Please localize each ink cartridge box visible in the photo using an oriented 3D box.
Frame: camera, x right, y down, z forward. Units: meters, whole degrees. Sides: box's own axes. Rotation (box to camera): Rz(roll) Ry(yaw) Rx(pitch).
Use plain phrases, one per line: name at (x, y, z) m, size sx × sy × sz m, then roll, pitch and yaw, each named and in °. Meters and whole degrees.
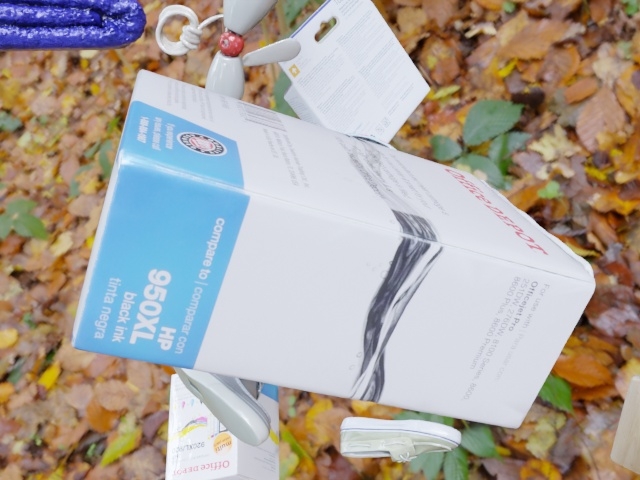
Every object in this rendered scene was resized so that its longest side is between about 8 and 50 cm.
ink cartridge box at (0.000, 0.000, 0.652) m, size 0.285 × 0.394 × 0.166 m, roll -113°, pitch 41°, yaw -63°
ink cartridge box at (0.068, -0.366, 1.557) m, size 0.071 × 0.330 × 0.324 m, roll -10°, pitch 36°, yaw 54°
ink cartridge box at (-0.196, 0.391, 1.412) m, size 0.171 × 0.168 × 0.233 m, roll -17°, pitch 56°, yaw 21°

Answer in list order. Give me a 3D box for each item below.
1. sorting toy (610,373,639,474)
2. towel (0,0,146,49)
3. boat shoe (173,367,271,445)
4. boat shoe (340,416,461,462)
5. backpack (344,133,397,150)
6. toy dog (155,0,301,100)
sorting toy at (0.441, 0.230, 0.844) m, size 0.132 × 0.275 × 0.046 m, roll 21°, pitch 33°, yaw 36°
towel at (-0.326, -0.251, 0.776) m, size 0.227 × 0.076 × 0.308 m, roll -8°, pitch 17°, yaw -20°
boat shoe at (-0.118, 0.176, 0.887) m, size 0.081 × 0.079 × 0.227 m, roll -34°, pitch 34°, yaw -24°
boat shoe at (0.194, 0.499, 1.708) m, size 0.302 × 0.109 × 0.094 m, roll -2°, pitch 59°, yaw 20°
backpack at (0.066, -0.049, 1.211) m, size 0.225 × 0.191 × 0.254 m, roll 25°, pitch 94°, yaw 38°
toy dog at (-0.121, -0.418, 1.239) m, size 0.333 × 0.220 × 0.161 m, roll -45°, pitch -2°, yaw 33°
